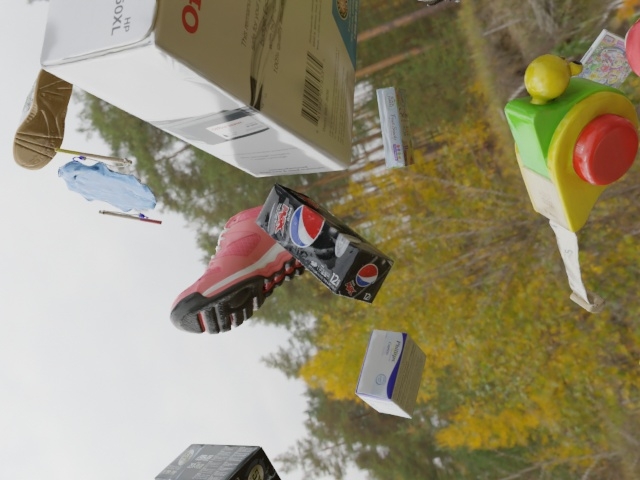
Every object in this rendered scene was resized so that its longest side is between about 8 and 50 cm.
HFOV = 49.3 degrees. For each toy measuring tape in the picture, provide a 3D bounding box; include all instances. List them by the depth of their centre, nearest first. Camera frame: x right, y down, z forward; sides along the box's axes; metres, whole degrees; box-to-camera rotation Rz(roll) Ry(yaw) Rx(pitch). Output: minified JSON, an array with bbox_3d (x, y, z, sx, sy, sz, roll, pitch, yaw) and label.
[{"bbox_3d":[0.285,-0.061,0.737,0.330,0.121,0.121,58,-166,-36],"label":"toy measuring tape"}]

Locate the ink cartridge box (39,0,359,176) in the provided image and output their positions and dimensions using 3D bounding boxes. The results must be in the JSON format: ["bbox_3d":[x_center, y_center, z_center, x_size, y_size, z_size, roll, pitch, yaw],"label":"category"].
[{"bbox_3d":[-0.113,-0.271,0.846,0.395,0.166,0.286,23,-113,-58],"label":"ink cartridge box"}]

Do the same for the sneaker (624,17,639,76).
[{"bbox_3d":[0.347,-0.116,0.474,0.118,0.279,0.107,-29,-55,-38],"label":"sneaker"}]

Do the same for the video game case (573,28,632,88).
[{"bbox_3d":[0.458,-0.274,1.134,0.087,0.122,0.011,16,-143,-19],"label":"video game case"}]

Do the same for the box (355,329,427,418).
[{"bbox_3d":[0.133,0.247,1.287,0.137,0.072,0.126,50,-128,-54],"label":"box"}]

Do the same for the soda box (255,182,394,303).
[{"bbox_3d":[0.000,0.000,0.753,0.060,0.053,0.169,19,-166,-43],"label":"soda box"}]

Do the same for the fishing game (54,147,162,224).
[{"bbox_3d":[-0.393,-0.105,1.298,0.264,0.189,0.041,80,-160,-66],"label":"fishing game"}]

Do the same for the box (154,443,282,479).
[{"bbox_3d":[-0.122,0.361,0.951,0.077,0.180,0.147,-38,-77,-41],"label":"box"}]

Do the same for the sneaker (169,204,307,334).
[{"bbox_3d":[-0.122,0.029,1.098,0.136,0.314,0.116,41,147,24],"label":"sneaker"}]

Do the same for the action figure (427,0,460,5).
[{"bbox_3d":[0.358,-0.643,1.628,0.141,0.276,0.164,30,-163,-30],"label":"action figure"}]

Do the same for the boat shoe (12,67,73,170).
[{"bbox_3d":[-0.616,-0.286,1.565,0.098,0.277,0.096,17,-150,-28],"label":"boat shoe"}]

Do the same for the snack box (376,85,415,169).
[{"bbox_3d":[0.138,-0.203,1.261,0.100,0.037,0.141,-27,-71,-71],"label":"snack box"}]
